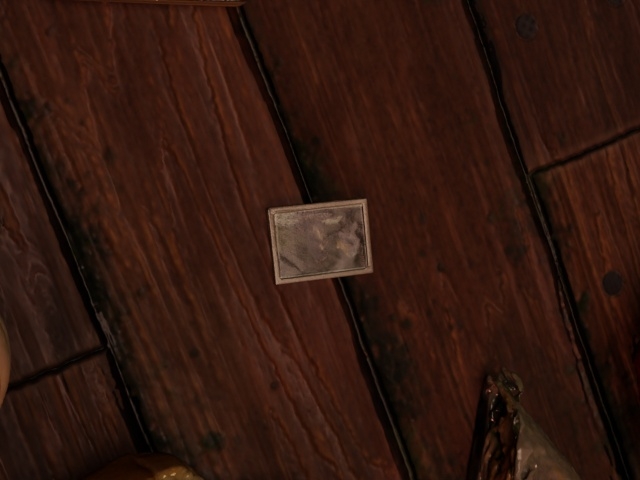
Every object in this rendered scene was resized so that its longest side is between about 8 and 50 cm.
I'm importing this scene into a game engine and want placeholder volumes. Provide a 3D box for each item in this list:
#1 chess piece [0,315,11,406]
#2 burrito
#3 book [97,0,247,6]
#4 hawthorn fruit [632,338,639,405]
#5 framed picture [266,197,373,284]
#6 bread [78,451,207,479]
[{"bbox_3d":[-0.266,0.096,0.717,0.167,0.300,0.167,-1,92,-20],"label":"chess piece"},{"bbox_3d":[0.214,0.294,0.993,0.175,0.107,0.347,-47,107,-27],"label":"burrito"},{"bbox_3d":[-0.140,-0.303,0.901,0.161,0.026,0.230,-2,92,-19],"label":"book"},{"bbox_3d":[0.367,0.100,1.008,0.181,0.181,0.235,-4,92,-19],"label":"hawthorn fruit"},{"bbox_3d":[0.000,0.000,0.962,0.089,0.007,0.066,-6,93,-19],"label":"framed picture"},{"bbox_3d":[-0.201,0.296,0.801,0.344,0.195,0.149,-42,123,-14],"label":"bread"}]
